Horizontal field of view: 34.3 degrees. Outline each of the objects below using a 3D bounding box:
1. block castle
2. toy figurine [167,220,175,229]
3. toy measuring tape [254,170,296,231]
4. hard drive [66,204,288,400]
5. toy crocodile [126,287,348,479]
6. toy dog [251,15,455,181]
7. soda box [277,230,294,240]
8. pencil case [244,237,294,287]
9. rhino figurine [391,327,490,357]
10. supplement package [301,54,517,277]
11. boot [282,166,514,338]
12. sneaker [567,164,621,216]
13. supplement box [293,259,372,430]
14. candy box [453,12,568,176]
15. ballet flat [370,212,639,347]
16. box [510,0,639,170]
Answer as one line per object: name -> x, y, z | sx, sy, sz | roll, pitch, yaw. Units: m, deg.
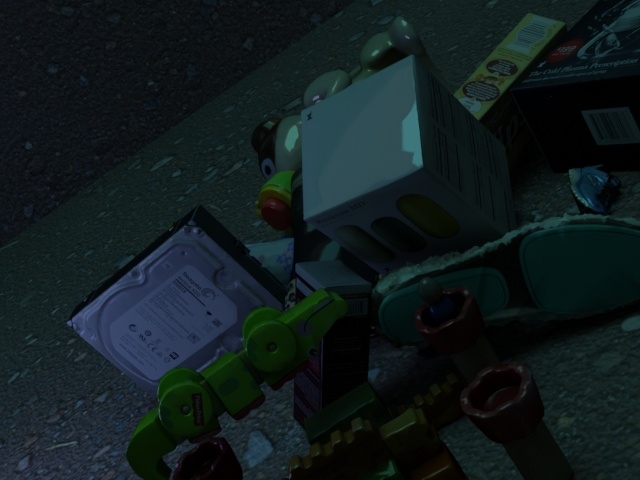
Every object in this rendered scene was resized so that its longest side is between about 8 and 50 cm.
block castle -> 0.041, 0.259, 1.247 | 0.453, 0.212, 0.303 | -32, 23, 3
toy figurine -> -0.294, 0.122, 2.015 | 0.217, 0.191, 0.362 | -41, 22, -4
toy measuring tape -> -0.020, -0.083, 1.969 | 0.330, 0.121, 0.121 | -7, 35, 49
hard drive -> -0.243, 0.120, 1.791 | 0.339, 0.237, 0.064 | -36, 20, 26
toy crocodile -> -0.104, 0.176, 1.313 | 0.341, 0.105, 0.115 | -36, 10, -7
toy dog -> 0.051, -0.243, 2.156 | 0.408, 0.284, 0.395 | -37, 22, -2
soda box -> 0.000, 0.000, 2.008 | 0.183, 0.063, 0.058 | -3, 38, 52
pencil case -> -0.035, 0.040, 1.898 | 0.273, 0.124, 0.113 | -17, 28, 36
rhino figurine -> 0.219, 0.090, 1.527 | 0.243, 0.073, 0.106 | -22, 29, 21
supplement package -> 0.128, -0.086, 1.493 | 0.199, 0.263, 0.198 | -23, 52, 30
boot -> 0.120, 0.017, 1.695 | 0.378, 0.138, 0.284 | 6, 57, 5
sneaker -> 0.427, -0.079, 1.602 | 0.073, 0.063, 0.162 | -22, 25, 19
supplement box -> 0.014, 0.159, 1.452 | 0.073, 0.239, 0.130 | -3, 15, -19
candy box -> 0.323, -0.227, 1.826 | 0.088, 0.183, 0.316 | 28, 66, 38
ballet flat -> 0.261, 0.041, 1.416 | 0.409, 0.147, 0.147 | -11, 27, 9
box -> 0.548, -0.276, 1.682 | 0.312, 0.179, 0.343 | -44, 25, -26
